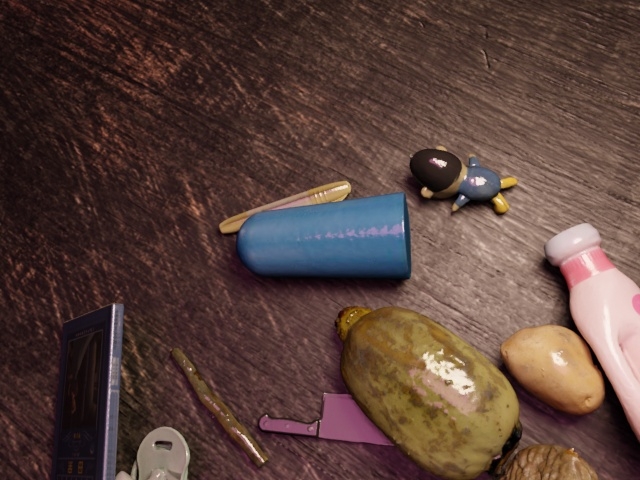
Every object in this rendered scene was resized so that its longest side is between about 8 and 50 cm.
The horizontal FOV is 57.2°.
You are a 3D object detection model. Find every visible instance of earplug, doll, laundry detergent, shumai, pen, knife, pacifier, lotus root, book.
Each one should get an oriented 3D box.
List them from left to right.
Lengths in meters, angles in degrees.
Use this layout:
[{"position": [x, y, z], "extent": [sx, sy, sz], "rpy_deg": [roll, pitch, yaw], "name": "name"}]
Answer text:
[{"position": [-0.356, 0.243, 0.891], "extent": [0.190, 0.025, 0.270], "rpy_deg": [-20, 66, 44], "name": "book"}, {"position": [-0.255, 0.350, 0.855], "extent": [0.126, 0.116, 0.151], "rpy_deg": [-3, 75, 34], "name": "pacifier"}, {"position": [-0.059, -0.051, 0.987], "extent": [0.233, 0.032, 0.040], "rpy_deg": [-19, 95, 5], "name": "pen"}, {"position": [0.000, 0.000, 0.915], "extent": [0.272, 0.132, 0.133], "rpy_deg": [-3, 73, 12], "name": "earplug"}, {"position": [0.027, 0.267, 0.886], "extent": [0.245, 0.019, 0.072], "rpy_deg": [3, 70, 7], "name": "knife"}, {"position": [0.133, 0.199, 0.823], "extent": [0.309, 0.173, 0.173], "rpy_deg": [36, 82, 25], "name": "lotus root"}, {"position": [0.219, -0.097, 0.933], "extent": [0.179, 0.089, 0.102], "rpy_deg": [24, 78, -9], "name": "doll"}, {"position": [0.311, 0.367, 0.733], "extent": [0.175, 0.206, 0.166], "rpy_deg": [26, 45, -2], "name": "shumai"}, {"position": [0.419, 0.135, 0.804], "extent": [0.088, 0.159, 0.335], "rpy_deg": [-43, 61, 42], "name": "laundry detergent"}]

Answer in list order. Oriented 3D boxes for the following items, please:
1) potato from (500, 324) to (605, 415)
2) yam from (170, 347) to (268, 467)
[{"position": [0.327, 0.177, 0.818], "extent": [0.147, 0.112, 0.112], "rpy_deg": [41, 83, 9], "name": "potato"}, {"position": [-0.164, 0.258, 0.914], "extent": [0.027, 0.029, 0.234], "rpy_deg": [-33, 67, -30], "name": "yam"}]
